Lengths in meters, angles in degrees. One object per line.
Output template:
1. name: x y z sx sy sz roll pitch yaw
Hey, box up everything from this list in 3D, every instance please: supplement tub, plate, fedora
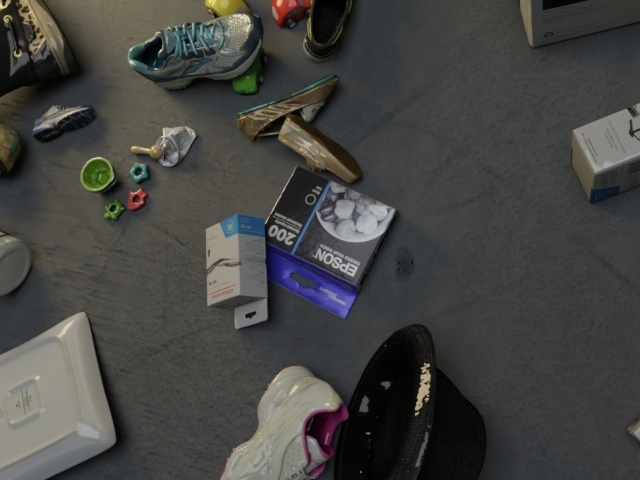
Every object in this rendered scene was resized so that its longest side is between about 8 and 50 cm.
1. supplement tub: -0.658 0.019 1.592 0.191 0.117 0.117 24 83 20
2. plate: -0.518 0.292 1.492 0.278 0.045 0.277 -27 59 6
3. fedora: 0.144 0.294 1.245 0.153 0.334 0.333 25 82 -12

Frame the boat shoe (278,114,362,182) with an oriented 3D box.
1. boat shoe: -0.003 -0.153 1.494 0.170 0.063 0.059 40 117 9

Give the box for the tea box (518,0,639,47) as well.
1. tea box: 0.476 -0.539 1.379 0.329 0.220 0.323 -10 74 12

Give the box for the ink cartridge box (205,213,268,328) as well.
1. ink cartridge box: -0.146 0.056 1.449 0.104 0.060 0.180 -22 66 47

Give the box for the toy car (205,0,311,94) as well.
1. toy car: -0.128 -0.389 1.591 0.239 0.053 0.224 5 77 17

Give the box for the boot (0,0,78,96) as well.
1. boot: -0.694 -0.423 1.678 0.284 0.138 0.377 -33 76 -14

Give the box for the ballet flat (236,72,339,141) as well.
1. ballet flat: -0.051 -0.238 1.533 0.206 0.073 0.067 -21 98 12

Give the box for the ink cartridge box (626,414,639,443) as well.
1. ink cartridge box: 0.571 0.294 1.238 0.179 0.045 0.145 45 89 3

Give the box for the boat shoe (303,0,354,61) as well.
1. boat shoe: 0.024 -0.445 1.546 0.081 0.069 0.227 14 81 -6

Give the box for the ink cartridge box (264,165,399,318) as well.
1. ink cartridge box: 0.000 0.000 1.458 0.206 0.045 0.208 25 85 20

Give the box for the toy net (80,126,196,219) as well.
1. toy net: -0.335 -0.139 1.585 0.232 0.045 0.122 -31 70 5

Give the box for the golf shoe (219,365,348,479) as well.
1. golf shoe: -0.064 0.354 1.329 0.140 0.115 0.306 20 82 39

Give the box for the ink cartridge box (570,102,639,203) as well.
1. ink cartridge box: 0.504 -0.150 1.306 0.203 0.148 0.085 -22 69 8

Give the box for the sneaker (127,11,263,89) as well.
1. sneaker: -0.233 -0.348 1.534 0.283 0.122 0.110 -14 77 31

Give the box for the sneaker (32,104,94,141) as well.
1. sneaker: -0.513 -0.248 1.660 0.135 0.052 0.058 -19 67 9

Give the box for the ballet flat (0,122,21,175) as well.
1. ballet flat: -0.756 -0.202 1.690 0.349 0.123 0.123 8 78 18
